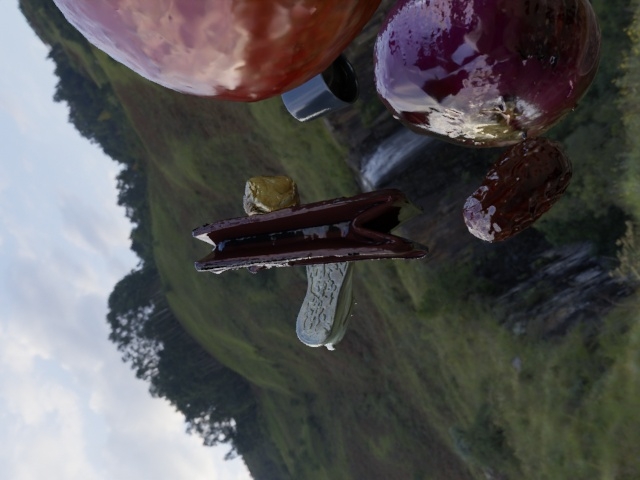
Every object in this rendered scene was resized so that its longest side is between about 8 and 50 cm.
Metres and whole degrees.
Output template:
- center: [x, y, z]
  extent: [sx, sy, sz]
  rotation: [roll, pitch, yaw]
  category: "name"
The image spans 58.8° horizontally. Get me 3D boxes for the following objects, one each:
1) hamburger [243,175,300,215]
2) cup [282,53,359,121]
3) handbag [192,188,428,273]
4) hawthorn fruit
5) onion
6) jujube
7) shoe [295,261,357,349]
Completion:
- center: [-0.126, -0.106, 1.450]
  extent: [0.138, 0.147, 0.083]
  rotation: [-109, 18, -51]
  category: "hamburger"
- center: [-0.003, -0.213, 0.755]
  extent: [0.078, 0.077, 0.100]
  rotation: [17, -116, -44]
  category: "cup"
- center: [0.000, -0.002, 0.768]
  extent: [0.260, 0.276, 0.084]
  rotation: [1, -98, -73]
  category: "handbag"
- center: [-0.082, -0.238, 0.472]
  extent: [0.287, 0.287, 0.330]
  rotation: [61, 156, 16]
  category: "hawthorn fruit"
- center: [0.263, -0.343, 0.929]
  extent: [0.348, 0.348, 0.384]
  rotation: [48, -136, -65]
  category: "onion"
- center: [0.195, -0.051, 0.569]
  extent: [0.077, 0.129, 0.077]
  rotation: [45, 162, 20]
  category: "jujube"
- center: [0.035, 0.132, 1.426]
  extent: [0.159, 0.124, 0.316]
  rotation: [51, -132, -51]
  category: "shoe"
